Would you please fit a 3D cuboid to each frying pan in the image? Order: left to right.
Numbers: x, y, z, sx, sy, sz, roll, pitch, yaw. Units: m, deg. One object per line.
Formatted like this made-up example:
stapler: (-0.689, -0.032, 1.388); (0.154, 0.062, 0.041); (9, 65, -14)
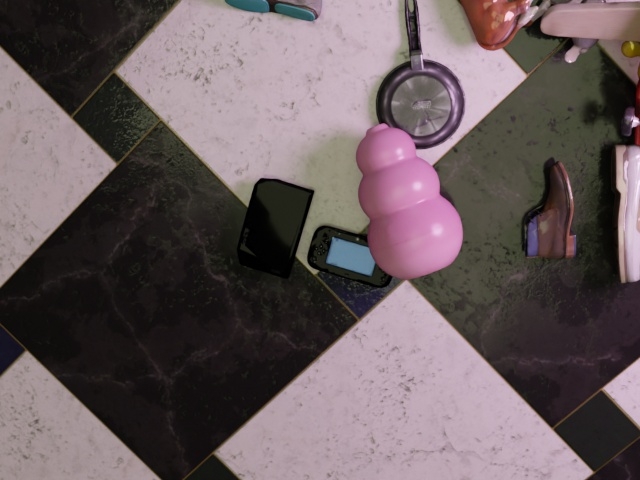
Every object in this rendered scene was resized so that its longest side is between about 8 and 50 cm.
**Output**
frying pan: (0.235, -0.355, 1.791); (0.197, 0.053, 0.326); (16, 106, 1)

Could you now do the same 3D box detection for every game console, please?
game console: (0.000, 0.000, 1.887); (0.361, 0.044, 0.213); (16, 103, 1)

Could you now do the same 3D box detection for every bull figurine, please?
bull figurine: (0.338, -0.553, 1.704); (0.188, 0.101, 0.310); (-24, 101, 18)

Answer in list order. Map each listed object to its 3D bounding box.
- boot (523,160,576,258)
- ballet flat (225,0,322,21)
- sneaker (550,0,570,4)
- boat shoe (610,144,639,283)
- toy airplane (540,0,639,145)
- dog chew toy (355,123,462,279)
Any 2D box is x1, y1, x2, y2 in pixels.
boot: (0.493, -0.059, 1.809); (0.106, 0.082, 0.219); (-8, 103, 4)
ballet flat: (-0.100, -0.523, 1.782); (0.213, 0.072, 0.068); (12, 75, 2)
sneaker: (0.516, -0.571, 1.627); (0.105, 0.115, 0.281); (33, 143, 4)
boat shoe: (0.682, -0.055, 1.776); (0.103, 0.113, 0.302); (-1, 101, 11)
toy airplane: (0.687, -0.411, 1.618); (0.386, 0.272, 0.384); (44, 127, -11)
dog chew toy: (0.174, -0.088, 1.778); (0.206, 0.206, 0.332); (-20, 92, 9)
